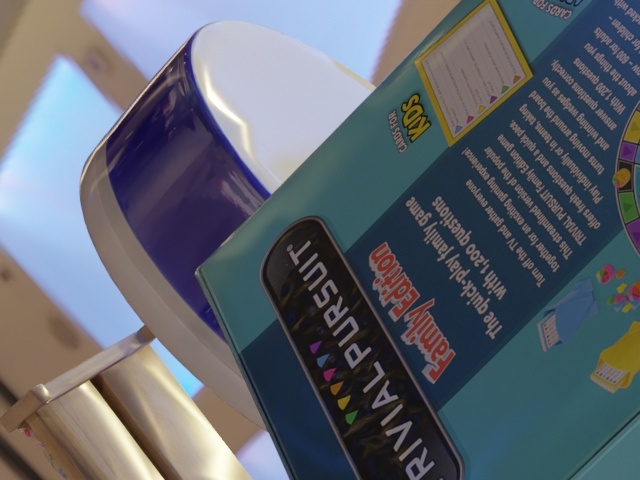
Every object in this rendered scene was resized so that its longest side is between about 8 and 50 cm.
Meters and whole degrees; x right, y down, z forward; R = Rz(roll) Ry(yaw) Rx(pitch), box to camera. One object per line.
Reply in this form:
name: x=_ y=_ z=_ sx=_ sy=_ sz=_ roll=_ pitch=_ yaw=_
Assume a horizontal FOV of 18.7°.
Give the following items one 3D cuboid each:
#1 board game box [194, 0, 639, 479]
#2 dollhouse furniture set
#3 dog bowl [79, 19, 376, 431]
board game box: x=0.122 y=-0.025 z=0.679 sx=0.079 sy=0.336 sz=0.254 roll=38 pitch=12 yaw=-31
dollhouse furniture set: x=-0.185 y=0.159 z=1.266 sx=0.174 sy=0.355 sz=0.303 roll=-41 pitch=-97 yaw=35
dog bowl: x=0.000 y=0.000 z=1.099 sx=0.265 sy=0.265 sz=0.104 roll=43 pitch=-68 yaw=4
